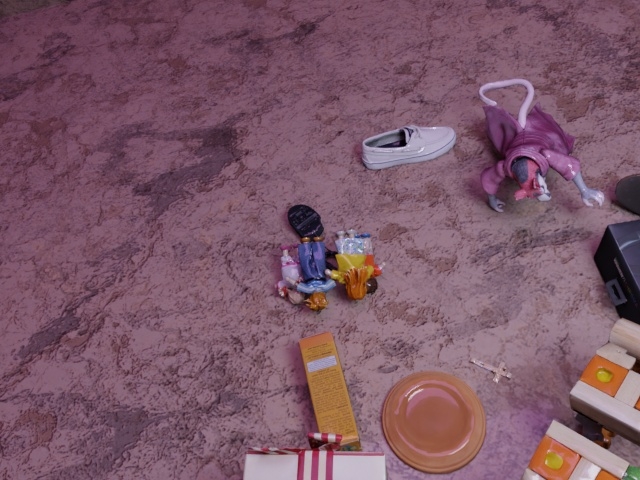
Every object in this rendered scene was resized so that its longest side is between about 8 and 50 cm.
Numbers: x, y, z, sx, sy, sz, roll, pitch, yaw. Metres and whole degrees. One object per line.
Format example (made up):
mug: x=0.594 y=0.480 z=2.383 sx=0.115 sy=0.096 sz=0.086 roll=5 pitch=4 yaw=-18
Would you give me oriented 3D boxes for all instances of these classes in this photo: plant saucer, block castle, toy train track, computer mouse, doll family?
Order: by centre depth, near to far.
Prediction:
block castle: x=0.465 y=0.372 z=0.870 sx=0.213 sy=0.303 sz=0.453 roll=26 pitch=63 yaw=36
plant saucer: x=0.218 y=0.343 z=1.102 sx=0.200 sy=0.037 sz=0.199 roll=-5 pitch=54 yaw=6
toy train track: x=0.345 y=0.257 z=1.155 sx=0.083 sy=0.014 sz=0.048 roll=20 pitch=61 yaw=23
doll family: x=0.017 y=0.070 z=1.268 sx=0.263 sy=0.118 sz=0.163 roll=-9 pitch=75 yaw=4
computer mouse: x=0.000 y=0.000 z=1.392 sx=0.071 sy=0.041 sz=0.242 roll=-35 pitch=63 yaw=-7

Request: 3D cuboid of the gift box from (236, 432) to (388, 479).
gift box: x=-0.019 y=0.462 z=0.927 sx=0.277 sy=0.255 sz=0.258 roll=2 pitch=57 yaw=4

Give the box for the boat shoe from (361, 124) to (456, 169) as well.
boat shoe: x=0.234 y=-0.258 z=1.498 sx=0.258 sy=0.084 sz=0.095 roll=-19 pitch=53 yaw=-3

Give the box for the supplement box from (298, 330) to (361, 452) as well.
supplement box: x=0.018 y=0.305 z=1.140 sx=0.080 sy=0.078 sz=0.233 roll=-17 pitch=53 yaw=-2

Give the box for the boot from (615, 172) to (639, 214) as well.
boot: x=0.826 y=-0.113 z=1.295 sx=0.306 sy=0.112 sz=0.115 roll=6 pitch=37 yaw=10

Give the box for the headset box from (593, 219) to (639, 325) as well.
headset box: x=0.726 y=0.079 z=1.140 sx=0.283 sy=0.131 sz=0.246 roll=-10 pitch=54 yaw=3

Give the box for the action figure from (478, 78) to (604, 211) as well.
action figure: x=0.485 y=-0.207 z=1.293 sx=0.248 sy=0.275 sz=0.370 roll=-9 pitch=24 yaw=25
